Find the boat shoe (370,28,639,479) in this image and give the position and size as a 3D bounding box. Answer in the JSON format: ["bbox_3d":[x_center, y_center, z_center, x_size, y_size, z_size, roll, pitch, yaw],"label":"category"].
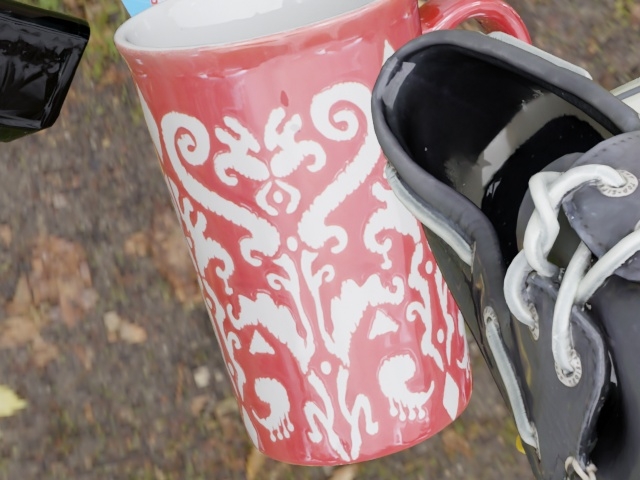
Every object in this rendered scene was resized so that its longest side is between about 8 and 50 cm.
[{"bbox_3d":[0.051,0.014,0.335,0.065,0.206,0.075,35,105,-22],"label":"boat shoe"}]

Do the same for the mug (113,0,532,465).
[{"bbox_3d":[0.015,-0.013,0.663,0.150,0.113,0.169,-11,110,5],"label":"mug"}]

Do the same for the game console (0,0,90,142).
[{"bbox_3d":[-0.271,-0.240,1.443,0.213,0.044,0.361,13,122,-26],"label":"game console"}]

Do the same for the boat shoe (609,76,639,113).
[{"bbox_3d":[0.303,-0.044,0.776,0.500,0.156,0.186,-17,110,-3],"label":"boat shoe"}]

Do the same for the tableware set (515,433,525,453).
[{"bbox_3d":[0.191,0.186,1.299,0.024,0.154,0.104,19,115,-36],"label":"tableware set"}]

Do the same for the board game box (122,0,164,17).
[{"bbox_3d":[-0.071,-0.238,1.569,0.086,0.308,0.302,-15,126,20],"label":"board game box"}]
